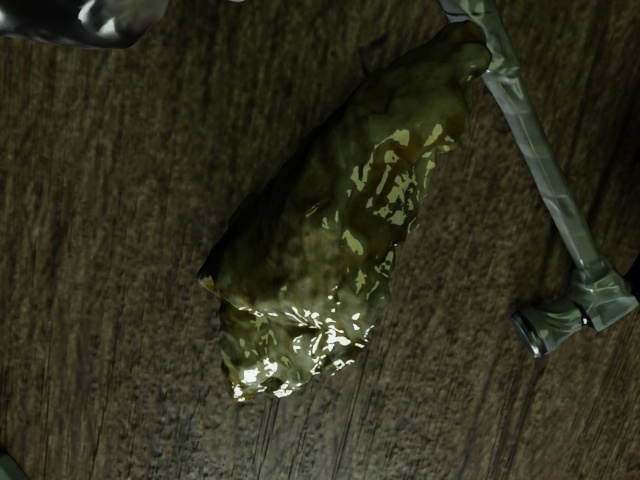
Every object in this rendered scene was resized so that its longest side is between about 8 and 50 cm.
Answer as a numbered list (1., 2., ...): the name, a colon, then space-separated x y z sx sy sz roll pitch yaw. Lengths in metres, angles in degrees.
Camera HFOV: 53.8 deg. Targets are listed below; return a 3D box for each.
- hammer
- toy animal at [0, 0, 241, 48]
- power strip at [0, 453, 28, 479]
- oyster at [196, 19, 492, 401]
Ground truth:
1. hammer: 0.142 -0.101 0.484 0.152 0.044 0.427 -32 108 6
2. toy animal: -0.191 -0.189 0.298 0.344 0.194 0.303 23 118 -6
3. power strip: -0.268 0.301 0.602 0.060 0.027 0.253 -24 109 3
4. oyster: -0.004 -0.004 0.459 0.110 0.166 0.341 27 127 -21
